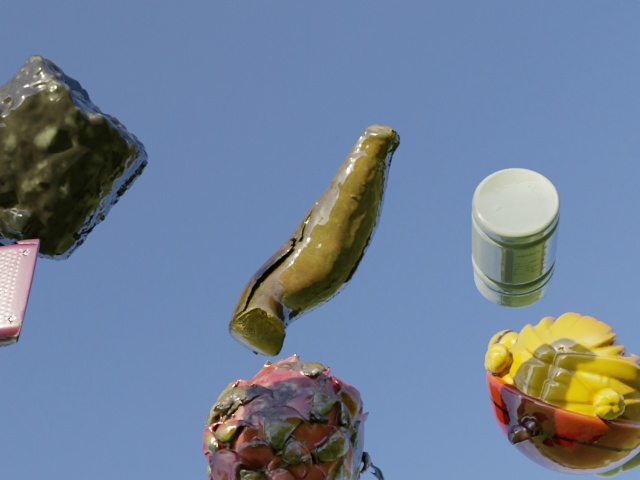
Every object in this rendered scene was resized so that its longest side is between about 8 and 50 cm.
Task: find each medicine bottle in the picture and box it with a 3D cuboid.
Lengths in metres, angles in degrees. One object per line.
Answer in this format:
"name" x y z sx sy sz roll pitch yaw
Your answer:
"medicine bottle" 0.133 0.000 0.765 0.058 0.058 0.091 -17 -36 -4

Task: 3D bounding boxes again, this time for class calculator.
"calculator" -0.386 0.070 1.193 0.190 0.127 0.034 -16 -38 22

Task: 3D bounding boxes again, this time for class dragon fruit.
"dragon fruit" -0.056 0.340 1.716 0.250 0.291 0.269 -2 -55 19

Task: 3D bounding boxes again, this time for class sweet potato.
"sweet potato" 0.006 0.004 1.214 0.286 0.085 0.112 -52 -17 -1

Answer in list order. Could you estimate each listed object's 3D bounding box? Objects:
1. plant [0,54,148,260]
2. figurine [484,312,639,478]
"plant" -0.388 -0.065 1.423 0.312 0.213 0.215 -44 -81 -2
"figurine" 0.340 0.211 1.453 0.323 0.320 0.196 33 -102 -53
